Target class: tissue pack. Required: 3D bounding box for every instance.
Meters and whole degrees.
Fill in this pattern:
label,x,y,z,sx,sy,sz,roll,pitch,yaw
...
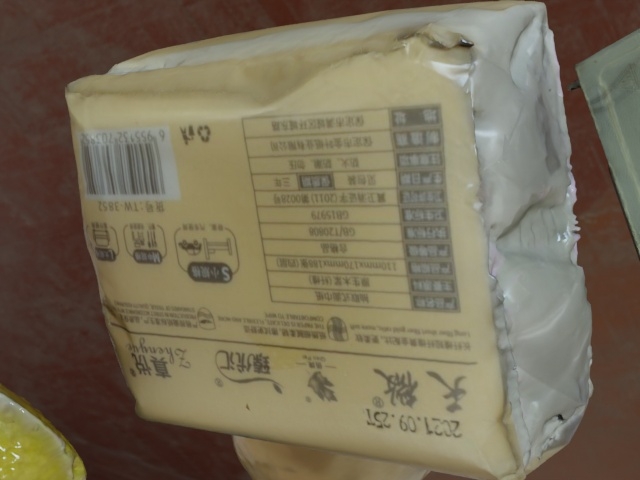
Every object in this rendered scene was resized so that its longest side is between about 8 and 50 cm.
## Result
label,x,y,z,sx,sy,sz,roll,pitch,yaw
tissue pack,0.000,0.000,0.453,0.222,0.090,0.186,-1,108,36

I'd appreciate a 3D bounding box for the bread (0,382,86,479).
label,x,y,z,sx,sy,sz,roll,pitch,yaw
bread,-0.260,0.167,0.662,0.197,0.170,0.197,20,144,15

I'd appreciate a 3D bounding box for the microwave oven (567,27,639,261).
label,x,y,z,sx,sy,sz,roll,pitch,yaw
microwave oven,0.290,-0.053,0.703,0.163,0.205,0.129,-27,156,38

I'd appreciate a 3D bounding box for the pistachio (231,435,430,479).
label,x,y,z,sx,sy,sz,roll,pitch,yaw
pistachio,0.025,0.136,0.938,0.229,0.230,0.309,14,144,3
